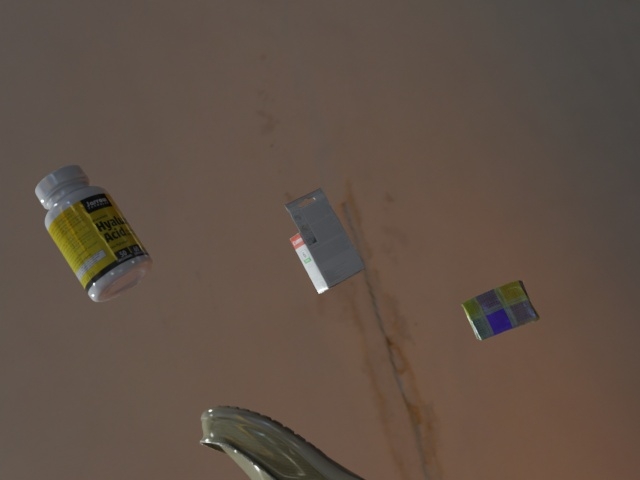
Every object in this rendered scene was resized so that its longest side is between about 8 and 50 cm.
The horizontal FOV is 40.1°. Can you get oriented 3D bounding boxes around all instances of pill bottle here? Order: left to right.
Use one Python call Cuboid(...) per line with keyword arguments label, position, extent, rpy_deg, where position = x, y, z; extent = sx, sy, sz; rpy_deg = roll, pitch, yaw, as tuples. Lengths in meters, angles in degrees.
Cuboid(label="pill bottle", position=(-0.207, -0.008, 0.791), extent=(0.065, 0.065, 0.116), rpy_deg=(-30, -101, -33))

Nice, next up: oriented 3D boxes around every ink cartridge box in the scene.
Cuboid(label="ink cartridge box", position=(0.000, 0.000, 1.077), extent=(0.063, 0.029, 0.115), rpy_deg=(-27, -93, -33))

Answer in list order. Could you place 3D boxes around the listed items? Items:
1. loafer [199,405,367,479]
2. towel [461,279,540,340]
Cuboid(label="loafer", position=(-0.018, 0.257, 0.887), extent=(0.268, 0.102, 0.092), rpy_deg=(26, -109, 16))
Cuboid(label="towel", position=(0.225, 0.088, 1.097), extent=(0.060, 0.083, 0.009), rpy_deg=(64, -162, -13))
